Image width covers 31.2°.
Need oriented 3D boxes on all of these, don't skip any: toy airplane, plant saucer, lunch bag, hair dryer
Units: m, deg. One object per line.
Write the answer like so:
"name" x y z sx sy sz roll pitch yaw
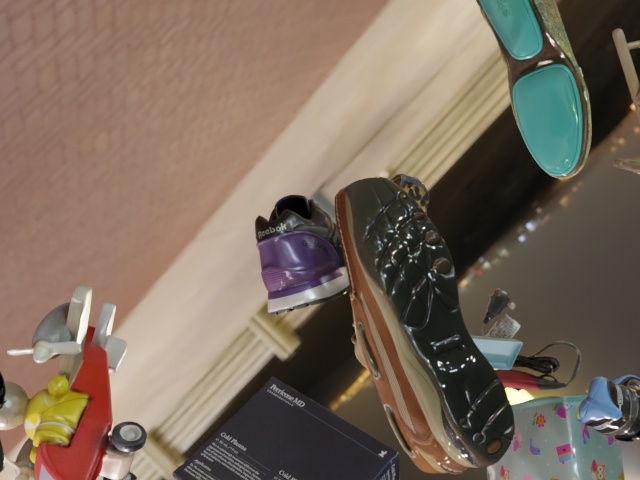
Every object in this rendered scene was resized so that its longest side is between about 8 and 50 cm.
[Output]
"toy airplane" -0.474 0.278 2.078 0.384 0.273 0.386 164 -72 -71
"plant saucer" 0.249 0.188 1.972 0.018 0.192 0.067 -107 -153 -50
"lunch bag" 0.388 0.386 1.993 0.160 0.223 0.262 3 165 -35
"hair dryer" 0.315 0.253 2.131 0.293 0.223 0.080 -50 155 7

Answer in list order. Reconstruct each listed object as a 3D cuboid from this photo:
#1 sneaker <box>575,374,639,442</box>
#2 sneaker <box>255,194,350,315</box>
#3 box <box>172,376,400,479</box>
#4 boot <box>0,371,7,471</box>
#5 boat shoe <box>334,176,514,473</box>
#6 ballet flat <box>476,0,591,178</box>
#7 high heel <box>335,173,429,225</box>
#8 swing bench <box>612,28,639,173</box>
"sneaker" 0.314 0.177 1.154 0.188 0.078 0.067 15 102 -63
"sneaker" 0.000 0.000 1.360 0.107 0.124 0.283 -17 -178 15
"box" -0.063 0.502 2.329 0.312 0.343 0.179 -42 144 -31
"boot" -0.545 0.294 1.872 0.137 0.197 0.077 -13 -165 42
"boat shoe" 0.082 0.094 1.197 0.123 0.324 0.120 -6 159 -42
"ballet flat" 0.326 -0.266 1.681 0.123 0.348 0.123 -23 -170 4
"high heel" 0.033 -0.021 1.684 0.261 0.093 0.186 -15 148 -1
"swing bench" 0.619 -0.223 1.890 0.165 0.254 0.253 -13 -161 -18
